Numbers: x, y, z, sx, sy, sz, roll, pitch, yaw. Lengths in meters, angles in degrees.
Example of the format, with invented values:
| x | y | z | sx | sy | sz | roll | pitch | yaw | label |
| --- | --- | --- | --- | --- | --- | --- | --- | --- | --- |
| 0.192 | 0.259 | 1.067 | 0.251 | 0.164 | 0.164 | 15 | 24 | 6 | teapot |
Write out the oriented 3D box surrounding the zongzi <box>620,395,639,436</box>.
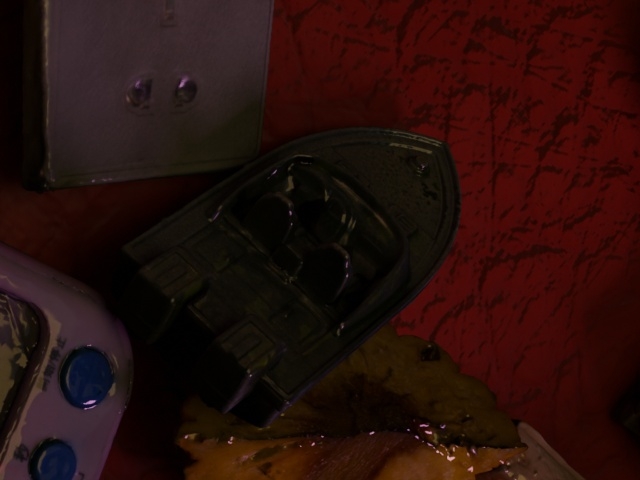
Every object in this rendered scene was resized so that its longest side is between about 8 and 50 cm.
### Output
| x | y | z | sx | sy | sz | roll | pitch | yaw | label |
| --- | --- | --- | --- | --- | --- | --- | --- | --- | --- |
| 0.364 | 0.143 | 1.471 | 0.205 | 0.094 | 0.204 | -47 | 120 | -26 | zongzi |

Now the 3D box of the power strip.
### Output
| x | y | z | sx | sy | sz | roll | pitch | yaw | label |
| --- | --- | --- | --- | --- | --- | --- | --- | --- | --- |
| -0.117 | -0.143 | 1.129 | 0.198 | 0.064 | 0.213 | -8 | 108 | -44 | power strip |

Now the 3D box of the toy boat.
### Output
| x | y | z | sx | sy | sz | roll | pitch | yaw | label |
| --- | --- | --- | --- | --- | --- | --- | --- | --- | --- |
| 0.000 | 0.000 | 1.174 | 0.141 | 0.092 | 0.319 | 42 | 42 | 10 | toy boat |

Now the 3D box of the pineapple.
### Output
| x | y | z | sx | sy | sz | roll | pitch | yaw | label |
| --- | --- | --- | --- | --- | --- | --- | --- | --- | --- |
| -0.007 | 0.135 | 1.211 | 0.249 | 0.140 | 0.164 | -3 | 134 | -21 | pineapple |

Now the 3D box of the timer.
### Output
| x | y | z | sx | sy | sz | roll | pitch | yaw | label |
| --- | --- | --- | --- | --- | --- | --- | --- | --- | --- |
| -0.215 | 0.105 | 1.063 | 0.190 | 0.069 | 0.208 | 30 | 75 | -33 | timer |

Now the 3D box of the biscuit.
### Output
| x | y | z | sx | sy | sz | roll | pitch | yaw | label |
| --- | --- | --- | --- | --- | --- | --- | --- | --- | --- |
| 0.184 | 0.205 | 1.366 | 0.188 | 0.052 | 0.056 | 46 | 50 | -28 | biscuit |
